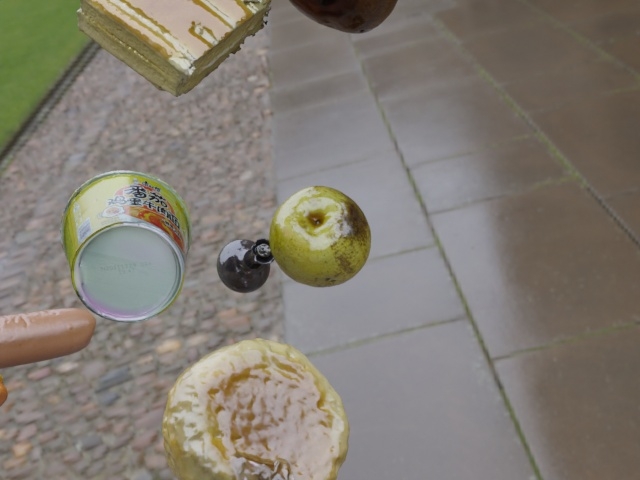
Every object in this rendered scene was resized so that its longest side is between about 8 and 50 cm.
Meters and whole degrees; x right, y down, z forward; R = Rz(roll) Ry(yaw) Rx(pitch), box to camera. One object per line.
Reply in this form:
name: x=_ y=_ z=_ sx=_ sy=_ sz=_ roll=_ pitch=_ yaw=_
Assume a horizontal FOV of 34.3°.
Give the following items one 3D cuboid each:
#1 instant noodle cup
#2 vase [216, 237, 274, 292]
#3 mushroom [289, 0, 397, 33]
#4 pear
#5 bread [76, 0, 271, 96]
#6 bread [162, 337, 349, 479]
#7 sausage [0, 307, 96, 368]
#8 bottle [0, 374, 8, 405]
instant noodle cup: x=-0.361 y=0.020 z=1.950 sx=0.265 sy=0.264 sz=0.200 roll=-17 pitch=25 yaw=-5
vase: x=-0.151 y=0.045 z=2.218 sx=0.120 sy=0.120 sz=0.183 roll=-27 pitch=-3 yaw=-27
mushroom: x=0.022 y=-0.507 z=1.773 sx=0.267 sy=0.254 sz=0.267 roll=11 pitch=-13 yaw=3
pear: x=0.000 y=0.000 z=1.985 sx=0.197 sy=0.197 sz=0.197 roll=-12 pitch=23 yaw=5
bread: x=-0.242 y=-0.387 z=1.761 sx=0.246 sy=0.111 sz=0.239 roll=38 pitch=62 yaw=11
bread: x=-0.087 y=0.246 z=1.307 sx=0.244 sy=0.244 sz=0.134 roll=-32 pitch=-2 yaw=-36
sausage: x=-0.499 y=0.160 z=1.650 sx=0.289 sy=0.086 sz=0.086 roll=-8 pitch=15 yaw=-36
bottle: x=-0.437 y=0.134 z=1.245 sx=0.069 sy=0.069 sz=0.187 roll=-30 pitch=57 yaw=-32
